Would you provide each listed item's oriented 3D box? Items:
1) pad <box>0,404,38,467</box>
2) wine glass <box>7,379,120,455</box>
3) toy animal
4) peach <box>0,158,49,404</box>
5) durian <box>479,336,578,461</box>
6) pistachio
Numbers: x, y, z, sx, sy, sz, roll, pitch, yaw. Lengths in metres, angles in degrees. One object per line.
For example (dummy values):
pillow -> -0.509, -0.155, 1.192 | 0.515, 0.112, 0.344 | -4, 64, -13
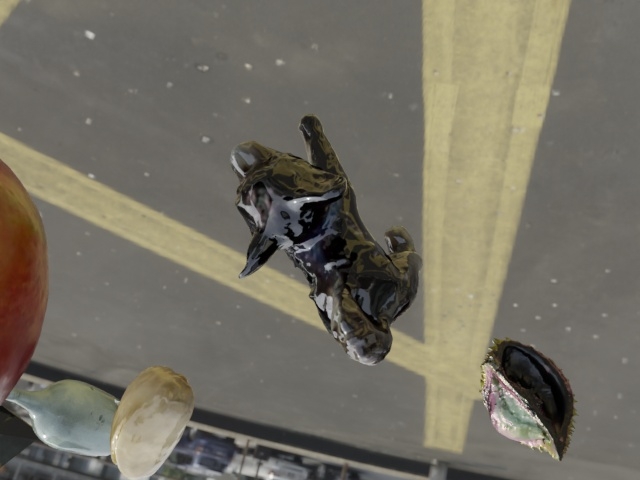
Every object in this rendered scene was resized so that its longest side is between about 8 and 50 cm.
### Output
pad -> -0.801, 0.472, 1.795 | 0.243, 0.163, 0.004 | 18, 132, 37
wine glass -> -0.504, 0.308, 1.373 | 0.143, 0.143, 0.321 | -5, 149, 36
toy animal -> 0.000, 0.000, 1.021 | 0.194, 0.302, 0.344 | -39, 98, 18
peach -> -0.455, 0.046, 0.702 | 0.388, 0.388, 0.388 | 11, 155, 5
durian -> 0.301, 0.235, 1.124 | 0.186, 0.119, 0.108 | 53, 141, 10
pistachio -> -0.283, 0.293, 1.211 | 0.117, 0.200, 0.145 | 42, -160, 27
